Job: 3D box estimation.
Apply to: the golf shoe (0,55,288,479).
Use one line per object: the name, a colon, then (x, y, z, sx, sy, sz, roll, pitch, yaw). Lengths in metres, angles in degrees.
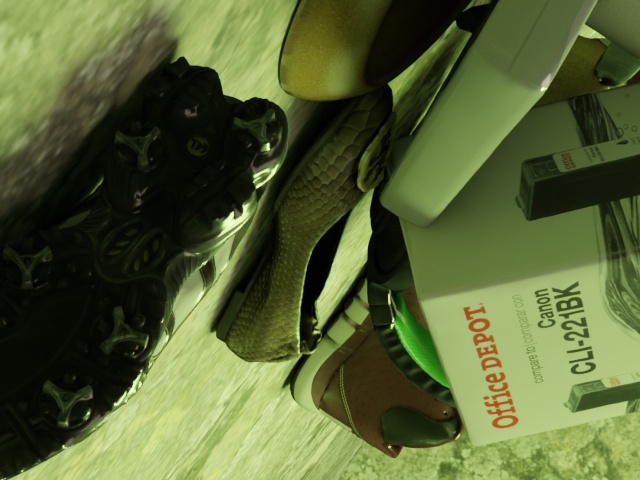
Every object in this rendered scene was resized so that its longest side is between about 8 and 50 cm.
golf shoe: (-0.083, 0.027, 0.623, 0.198, 0.077, 0.094, -47, 170, -26)

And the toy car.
toy car: (0.194, -0.121, 1.262, 0.149, 0.155, 0.188, -49, 158, -19)

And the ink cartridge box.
ink cartridge box: (0.192, 0.007, 0.992, 0.273, 0.114, 0.197, -12, 146, 8)

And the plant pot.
plant pot: (0.066, -0.156, 0.805, 0.236, 0.032, 0.236, -51, 170, -12)

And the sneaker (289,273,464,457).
sneaker: (0.107, 0.075, 1.484, 0.281, 0.162, 0.106, -56, 170, 26)

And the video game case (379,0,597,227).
video game case: (0.129, -0.162, 0.782, 0.300, 0.036, 0.329, -60, 180, -9)

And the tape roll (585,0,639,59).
tape roll: (0.264, -0.268, 0.897, 0.392, 0.072, 0.392, -57, -173, 10)

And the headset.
headset: (0.145, -0.013, 1.135, 0.185, 0.243, 0.394, -88, 171, -52)

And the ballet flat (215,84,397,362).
ballet flat: (0.000, 0.000, 0.988, 0.084, 0.058, 0.250, -45, 169, -41)
